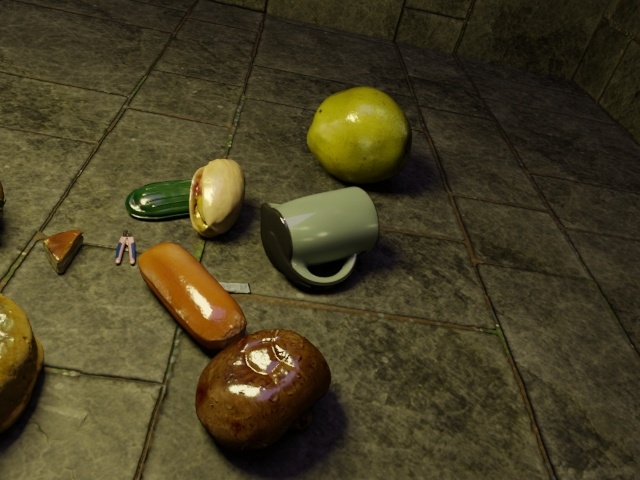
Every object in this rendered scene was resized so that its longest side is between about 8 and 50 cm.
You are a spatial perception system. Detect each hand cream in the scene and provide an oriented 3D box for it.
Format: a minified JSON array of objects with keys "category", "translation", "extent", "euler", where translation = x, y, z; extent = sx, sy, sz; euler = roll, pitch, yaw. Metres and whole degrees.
[{"category":"hand cream","translation":[-0.191,0.096,1.146],"extent":[0.093,0.019,0.030],"euler":[7,34,-22]}]

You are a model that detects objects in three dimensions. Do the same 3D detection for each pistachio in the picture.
[{"category":"pistachio","translation":[-0.228,-0.099,1.286],"extent":[0.145,0.117,0.200],"euler":[39,40,-43]}]

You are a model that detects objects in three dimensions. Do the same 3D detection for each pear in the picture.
[{"category":"pear","translation":[0.118,-0.291,1.566],"extent":[0.295,0.294,0.294],"euler":[10,36,-7]}]

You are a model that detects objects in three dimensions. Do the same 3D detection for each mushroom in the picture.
[{"category":"mushroom","translation":[-0.094,0.223,0.899],"extent":[0.194,0.138,0.231],"euler":[27,37,18]}]

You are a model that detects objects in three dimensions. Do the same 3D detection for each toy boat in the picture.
[{"category":"toy boat","translation":[-0.351,-0.098,1.317],"extent":[0.210,0.052,0.104],"euler":[-14,65,-32]}]

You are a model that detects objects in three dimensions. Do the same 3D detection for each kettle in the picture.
[{"category":"kettle","translation":[0.000,0.000,1.240],"extent":[0.237,0.161,0.221],"euler":[-12,74,-31]}]

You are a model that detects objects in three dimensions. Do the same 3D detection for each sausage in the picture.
[{"category":"sausage","translation":[-0.242,0.099,1.049],"extent":[0.105,0.105,0.274],"euler":[-21,49,-39]}]

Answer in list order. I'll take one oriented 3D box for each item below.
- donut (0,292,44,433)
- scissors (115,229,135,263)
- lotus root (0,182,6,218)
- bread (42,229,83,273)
[{"category":"donut","translation":[-0.525,0.184,0.808],"extent":[0.209,0.128,0.261],"euler":[8,38,-11]},{"category":"scissors","translation":[-0.410,0.012,1.180],"extent":[0.039,0.012,0.113],"euler":[2,37,-18]},{"category":"lotus root","translation":[-0.773,-0.145,1.103],"extent":[0.398,0.196,0.179],"euler":[31,74,19]},{"category":"bread","translation":[-0.519,0.015,1.111],"extent":[0.062,0.043,0.109],"euler":[15,36,-3]}]
